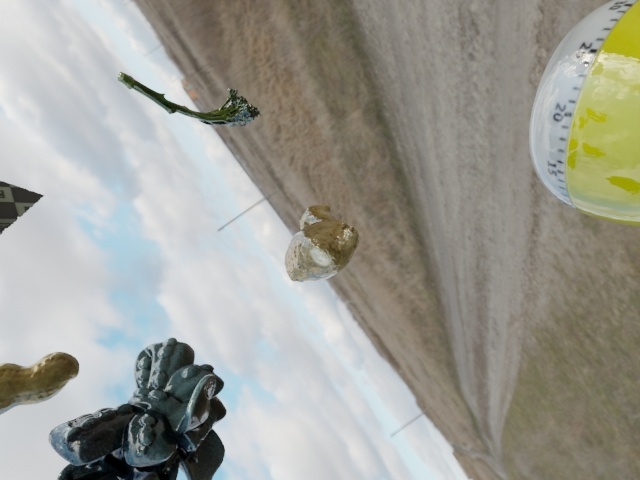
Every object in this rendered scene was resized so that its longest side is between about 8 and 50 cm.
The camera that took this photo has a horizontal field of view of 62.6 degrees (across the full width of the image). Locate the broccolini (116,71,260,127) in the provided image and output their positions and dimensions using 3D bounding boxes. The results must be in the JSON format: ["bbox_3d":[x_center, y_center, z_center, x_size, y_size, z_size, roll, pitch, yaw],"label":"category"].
[{"bbox_3d":[-0.167,-0.173,0.677,0.194,0.052,0.054,-2,-138,-43],"label":"broccolini"}]

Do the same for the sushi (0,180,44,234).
[{"bbox_3d":[-0.556,-0.073,0.754,0.220,0.047,0.231,19,-152,-10],"label":"sushi"}]

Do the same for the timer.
[{"bbox_3d":[0.405,-0.129,0.576,0.285,0.285,0.285,55,179,2],"label":"timer"}]

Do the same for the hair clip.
[{"bbox_3d":[-0.269,0.301,0.866,0.310,0.206,0.194,-50,-38,-62],"label":"hair clip"}]

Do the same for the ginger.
[{"bbox_3d":[-0.006,0.006,0.650,0.067,0.096,0.165,46,-178,-18],"label":"ginger"}]

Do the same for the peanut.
[{"bbox_3d":[-0.530,0.253,0.934,0.089,0.193,0.089,21,117,49],"label":"peanut"}]
